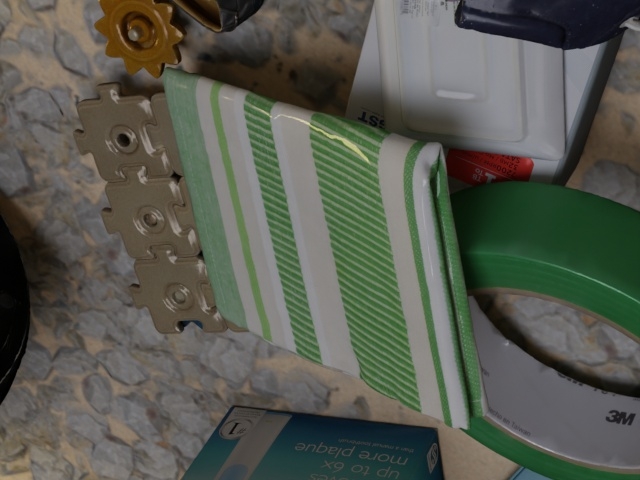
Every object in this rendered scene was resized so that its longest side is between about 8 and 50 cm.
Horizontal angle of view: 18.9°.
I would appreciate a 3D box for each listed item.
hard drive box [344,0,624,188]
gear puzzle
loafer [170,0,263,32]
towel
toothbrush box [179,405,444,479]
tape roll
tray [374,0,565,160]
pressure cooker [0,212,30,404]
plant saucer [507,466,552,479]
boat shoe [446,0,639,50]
[{"bbox_3d":[0.134,-0.162,1.464,0.181,0.089,0.232,23,129,11],"label":"hard drive box"},{"bbox_3d":[-0.124,-0.071,1.685,0.175,0.044,0.339,-3,117,29],"label":"gear puzzle"},{"bbox_3d":[-0.125,-0.232,1.559,0.170,0.061,0.062,34,131,2],"label":"loafer"},{"bbox_3d":[0.000,0.000,1.531,0.325,0.038,0.248,20,130,49],"label":"towel"},{"bbox_3d":[-0.035,0.289,1.715,0.216,0.295,0.126,5,123,24],"label":"toothbrush box"},{"bbox_3d":[0.206,0.087,1.536,0.321,0.077,0.321,21,148,14],"label":"tape roll"},{"bbox_3d":[0.101,-0.177,1.393,0.145,0.030,0.270,8,124,22],"label":"tray"},{"bbox_3d":[-0.508,0.123,1.789,0.375,0.370,0.420,22,136,-28],"label":"pressure cooker"},{"bbox_3d":[0.197,0.235,1.746,0.067,0.018,0.192,36,130,0],"label":"plant saucer"},{"bbox_3d":[0.238,-0.212,1.299,0.340,0.127,0.158,4,120,-6],"label":"boat shoe"}]
